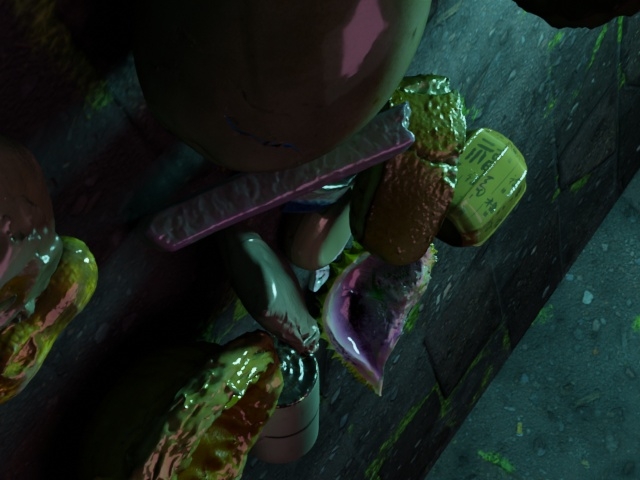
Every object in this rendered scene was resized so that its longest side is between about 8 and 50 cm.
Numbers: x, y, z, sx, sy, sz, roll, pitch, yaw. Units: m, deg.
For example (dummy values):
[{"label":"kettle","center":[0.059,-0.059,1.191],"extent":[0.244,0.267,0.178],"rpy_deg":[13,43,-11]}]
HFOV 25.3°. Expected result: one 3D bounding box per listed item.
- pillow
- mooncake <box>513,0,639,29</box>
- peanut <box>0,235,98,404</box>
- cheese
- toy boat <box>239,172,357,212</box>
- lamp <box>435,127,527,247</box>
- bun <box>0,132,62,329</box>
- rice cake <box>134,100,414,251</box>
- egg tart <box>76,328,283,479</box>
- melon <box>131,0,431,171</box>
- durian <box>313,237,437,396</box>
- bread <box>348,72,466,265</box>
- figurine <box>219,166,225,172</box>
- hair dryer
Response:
[{"label":"pillow","center":[-0.069,0.058,1.850],"extent":[0.067,0.173,0.270],"rpy_deg":[-29,158,4]},{"label":"mooncake","center":[0.362,-0.446,1.891],"extent":[0.187,0.324,0.324],"rpy_deg":[-32,148,-39]},{"label":"peanut","center":[-0.305,0.084,1.454],"extent":[0.207,0.087,0.087],"rpy_deg":[-55,160,-14]},{"label":"cheese","center":[0.000,0.000,2.063],"extent":[0.137,0.064,0.227],"rpy_deg":[-45,157,-28]},{"label":"toy boat","center":[-0.037,-0.083,1.807],"extent":[0.115,0.114,0.262],"rpy_deg":[-33,168,34]},{"label":"lamp","center":[0.250,-0.089,2.382],"extent":[0.185,0.161,0.161],"rpy_deg":[-50,159,-17]},{"label":"bun","center":[-0.319,0.017,1.237],"extent":[0.239,0.141,0.239],"rpy_deg":[-47,161,-23]},{"label":"rice cake","center":[-0.043,-0.072,1.653],"extent":[0.365,0.056,0.072],"rpy_deg":[-24,-177,-14]},{"label":"egg tart","center":[-0.193,0.264,1.860],"extent":[0.388,0.169,0.388],"rpy_deg":[-51,162,-24]},{"label":"melon","center":[-0.041,-0.214,1.364],"extent":[0.330,0.268,0.268],"rpy_deg":[-57,162,25]},{"label":"durian","center":[0.068,0.079,2.249],"extent":[0.186,0.154,0.260],"rpy_deg":[28,97,-48]},{"label":"bread","center":[0.106,-0.100,1.916],"extent":[0.186,0.124,0.257],"rpy_deg":[-125,-141,-68]},{"label":"figurine","center":[-0.041,-0.178,1.610],"extent":[0.246,0.156,0.131],"rpy_deg":[-53,-179,-27]},{"label":"hair dryer","center":[-0.148,0.312,2.123],"extent":[0.362,0.128,0.203],"rpy_deg":[-39,155,-23]}]
